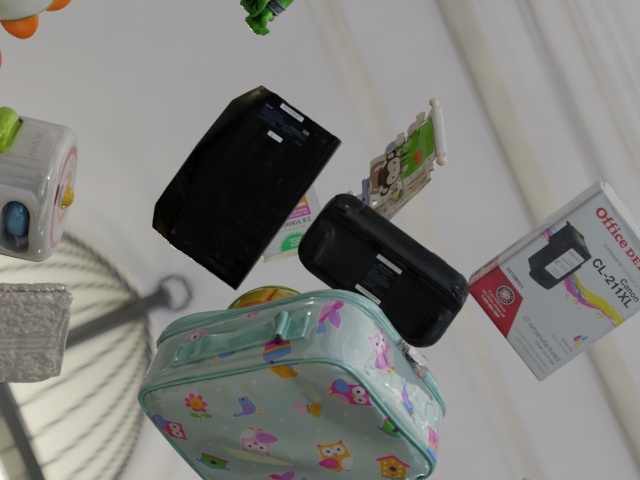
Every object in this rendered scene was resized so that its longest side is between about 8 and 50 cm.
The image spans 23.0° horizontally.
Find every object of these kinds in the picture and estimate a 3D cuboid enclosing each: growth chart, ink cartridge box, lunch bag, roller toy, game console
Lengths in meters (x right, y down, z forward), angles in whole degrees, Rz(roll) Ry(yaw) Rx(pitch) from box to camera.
[{"bbox_3d":[0.118,-0.103,2.467,0.237,0.021,0.172,-47,-148,25],"label":"growth chart"},{"bbox_3d":[0.259,0.040,1.628,0.127,0.175,0.072,52,13,-2],"label":"ink cartridge box"},{"bbox_3d":[-0.025,0.152,1.538,0.279,0.108,0.224,-14,-53,32],"label":"lunch bag"},{"bbox_3d":[-0.406,-0.072,2.140,0.209,0.146,0.191,112,-10,-85],"label":"roller toy"},{"bbox_3d":[0.000,0.000,1.821,0.361,0.213,0.044,36,-1,-3],"label":"game console"}]

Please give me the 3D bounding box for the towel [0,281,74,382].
[{"bbox_3d":[-0.547,0.148,2.552,0.049,0.282,0.187,-118,-143,-52],"label":"towel"}]

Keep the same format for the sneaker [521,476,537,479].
[{"bbox_3d":[0.330,0.389,2.187,0.058,0.152,0.085,19,-92,64],"label":"sneaker"}]

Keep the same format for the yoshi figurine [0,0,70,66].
[{"bbox_3d":[-0.370,-0.235,1.457,0.203,0.362,0.203,39,-9,11],"label":"yoshi figurine"}]

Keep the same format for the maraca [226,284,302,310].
[{"bbox_3d":[-0.037,0.132,1.754,0.186,0.127,0.099,58,-13,21],"label":"maraca"}]

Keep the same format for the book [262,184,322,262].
[{"bbox_3d":[-0.050,-0.045,2.137,0.035,0.096,0.144,92,-18,-62],"label":"book"}]

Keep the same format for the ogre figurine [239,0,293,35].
[{"bbox_3d":[-0.037,-0.318,1.722,0.097,0.118,0.197,32,-31,42],"label":"ogre figurine"}]
